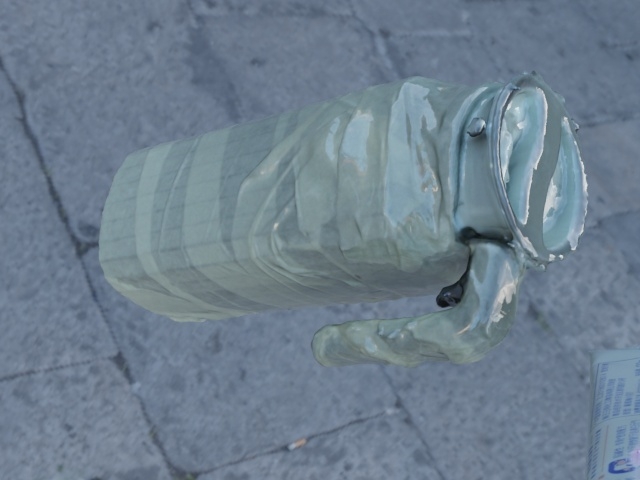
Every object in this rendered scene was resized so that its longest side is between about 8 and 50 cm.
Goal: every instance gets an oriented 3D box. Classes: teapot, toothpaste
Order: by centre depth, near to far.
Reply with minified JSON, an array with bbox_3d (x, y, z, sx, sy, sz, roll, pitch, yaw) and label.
[{"bbox_3d":[0.113,0.076,0.370,0.218,0.052,0.033,-43,125,-66],"label":"toothpaste"},{"bbox_3d":[0.000,0.000,0.418,0.077,0.200,0.107,34,58,-41],"label":"teapot"}]
